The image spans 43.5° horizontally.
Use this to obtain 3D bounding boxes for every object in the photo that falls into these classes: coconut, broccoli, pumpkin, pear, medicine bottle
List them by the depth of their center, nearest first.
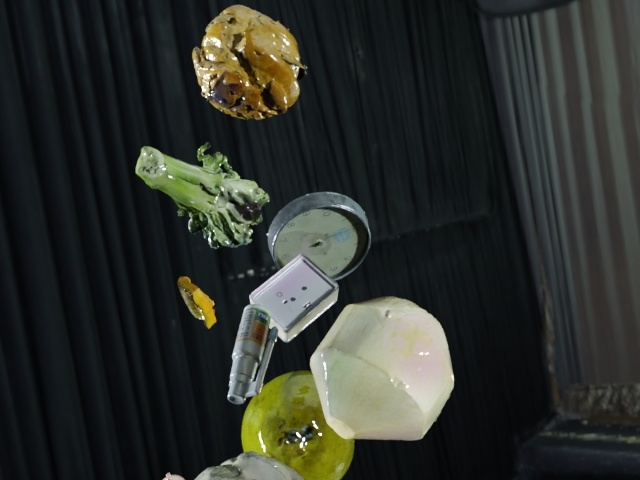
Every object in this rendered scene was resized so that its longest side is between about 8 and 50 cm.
[{"bbox_3d":[-0.188,0.090,1.233,0.035,0.073,0.101,-34,-153,-14],"label":"pumpkin"},{"bbox_3d":[-0.213,-0.085,1.341,0.145,0.165,0.304,-49,156,4],"label":"broccoli"},{"bbox_3d":[0.100,0.234,1.404,0.259,0.259,0.259,-10,-178,0],"label":"coconut"},{"bbox_3d":[-0.136,0.228,1.638,0.092,0.061,0.220,-18,-139,29],"label":"medicine bottle"},{"bbox_3d":[-0.058,0.538,2.252,0.352,0.351,0.413,-9,164,13],"label":"pear"}]

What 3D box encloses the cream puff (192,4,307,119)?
[{"bbox_3d":[-0.083,-0.186,0.881,0.119,0.104,0.133,30,150,-30],"label":"cream puff"}]

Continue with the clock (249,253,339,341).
[{"bbox_3d":[-0.067,0.145,2.051,0.192,0.147,0.071,-39,156,-24],"label":"clock"}]

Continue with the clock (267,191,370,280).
[{"bbox_3d":[0.000,0.000,2.139,0.281,0.280,0.055,-10,-142,-6],"label":"clock"}]

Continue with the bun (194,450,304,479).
[{"bbox_3d":[-0.076,0.422,1.090,0.205,0.281,0.281,-31,172,28],"label":"bun"}]

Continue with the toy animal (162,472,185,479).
[{"bbox_3d":[-0.337,0.608,1.874,0.089,0.150,0.083,5,-147,38],"label":"toy animal"}]
